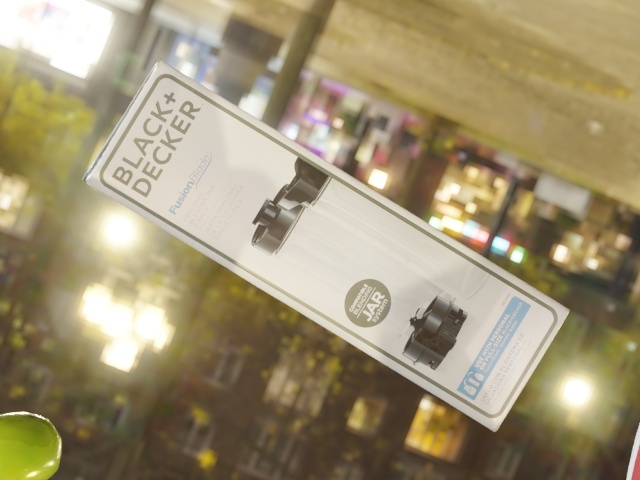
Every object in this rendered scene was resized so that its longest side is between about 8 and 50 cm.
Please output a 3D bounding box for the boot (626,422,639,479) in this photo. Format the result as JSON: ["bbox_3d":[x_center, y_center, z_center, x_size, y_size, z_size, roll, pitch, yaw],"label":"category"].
[{"bbox_3d":[0.161,0.055,0.631,0.088,0.244,0.176,35,-150,14],"label":"boot"}]

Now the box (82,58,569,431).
[{"bbox_3d":[0.000,0.000,1.133,0.290,0.087,0.169,31,-179,-3],"label":"box"}]

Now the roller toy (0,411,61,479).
[{"bbox_3d":[-0.236,0.079,0.747,0.209,0.146,0.191,-7,175,-44],"label":"roller toy"}]
